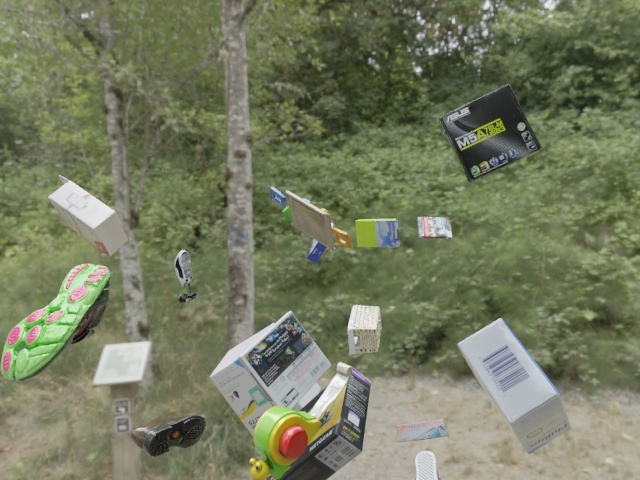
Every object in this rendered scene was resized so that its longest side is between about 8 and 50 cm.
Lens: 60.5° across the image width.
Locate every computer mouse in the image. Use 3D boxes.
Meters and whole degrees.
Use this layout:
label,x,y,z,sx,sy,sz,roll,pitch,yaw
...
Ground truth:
label,x,y,z,sx,sy,sz,roll,pitch,yaw
computer mouse,-0.492,0.129,1.975,0.042,0.193,0.106,-5,10,17

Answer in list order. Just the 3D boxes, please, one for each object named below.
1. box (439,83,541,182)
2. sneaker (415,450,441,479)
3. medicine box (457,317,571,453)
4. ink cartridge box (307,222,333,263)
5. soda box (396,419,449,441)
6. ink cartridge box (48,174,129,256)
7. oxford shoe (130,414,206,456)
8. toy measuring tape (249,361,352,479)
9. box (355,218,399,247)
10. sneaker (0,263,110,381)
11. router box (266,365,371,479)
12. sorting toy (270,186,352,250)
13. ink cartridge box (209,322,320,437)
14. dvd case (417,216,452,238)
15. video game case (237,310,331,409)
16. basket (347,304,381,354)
label,x,y,z,sx,sy,sz,roll,pitch,yaw
box,0.422,-0.266,1.376,0.190,0.184,0.045,-24,-5,7
sneaker,0.437,1.028,2.238,0.126,0.128,0.321,-5,26,19
medicine box,0.543,0.410,1.536,0.149,0.264,0.289,-33,-44,5
ink cartridge box,0.000,0.000,2.255,0.046,0.097,0.207,30,27,-7
soda box,0.377,0.705,2.032,0.183,0.063,0.058,-16,-23,22
ink cartridge box,-0.555,-0.060,1.290,0.198,0.067,0.115,31,-29,21
oxford shoe,-0.369,0.464,1.350,0.096,0.083,0.227,10,-7,28
toy measuring tape,-0.048,0.375,1.207,0.330,0.121,0.121,-49,20,-28
box,0.226,-0.029,2.125,0.178,0.109,0.042,0,12,29
sneaker,-0.806,0.275,1.756,0.185,0.202,0.483,8,35,13
router box,-0.006,0.499,1.392,0.309,0.081,0.243,-48,9,26
sorting toy,-0.022,-0.069,1.770,0.347,0.047,0.196,32,-26,29
ink cartridge box,-0.164,0.444,1.709,0.198,0.270,0.197,-34,6,14
dvd case,0.411,-0.046,1.976,0.119,0.087,0.013,1,-31,0
video game case,-0.081,0.290,1.315,0.190,0.173,0.022,-39,4,-42
basket,0.160,0.318,1.964,0.103,0.114,0.167,-1,24,13
